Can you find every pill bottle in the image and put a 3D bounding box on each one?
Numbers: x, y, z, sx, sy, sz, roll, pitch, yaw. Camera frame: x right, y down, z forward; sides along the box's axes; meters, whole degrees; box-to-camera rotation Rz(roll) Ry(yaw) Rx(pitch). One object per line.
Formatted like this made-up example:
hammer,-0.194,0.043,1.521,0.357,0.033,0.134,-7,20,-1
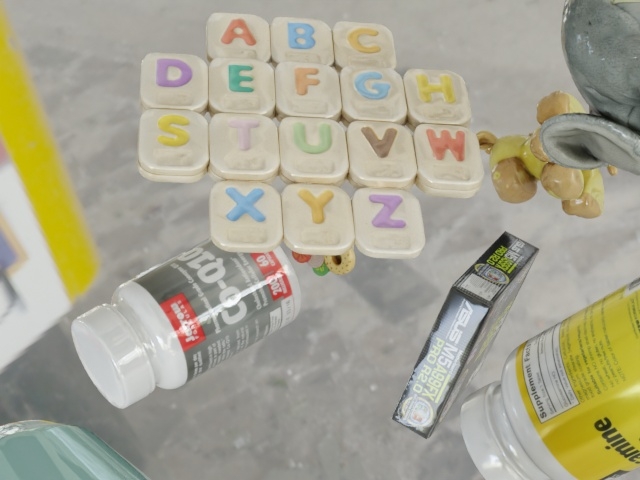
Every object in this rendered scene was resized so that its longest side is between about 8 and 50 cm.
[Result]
pill bottle,-0.182,0.102,1.722,0.283,0.161,0.161,-29,31,-27
pill bottle,0.332,0.169,1.449,0.334,0.188,0.188,-34,25,30

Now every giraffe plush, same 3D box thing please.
giraffe plush,0.314,-0.119,1.837,0.170,0.181,0.210,-14,19,34

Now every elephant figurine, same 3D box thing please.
elephant figurine,0.261,-0.109,1.021,0.169,0.239,0.186,-20,67,-11

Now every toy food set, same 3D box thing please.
toy food set,0.000,0.000,1.396,0.082,0.083,0.020,-3,20,36

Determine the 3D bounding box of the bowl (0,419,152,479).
bowl,-0.270,0.275,1.116,0.311,0.311,0.163,-31,65,-9

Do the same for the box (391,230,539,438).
box,0.202,0.122,1.727,0.060,0.216,0.270,28,24,14

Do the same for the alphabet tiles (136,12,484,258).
alphabet tiles,-0.009,-0.098,1.056,0.284,0.021,0.278,3,48,-8
